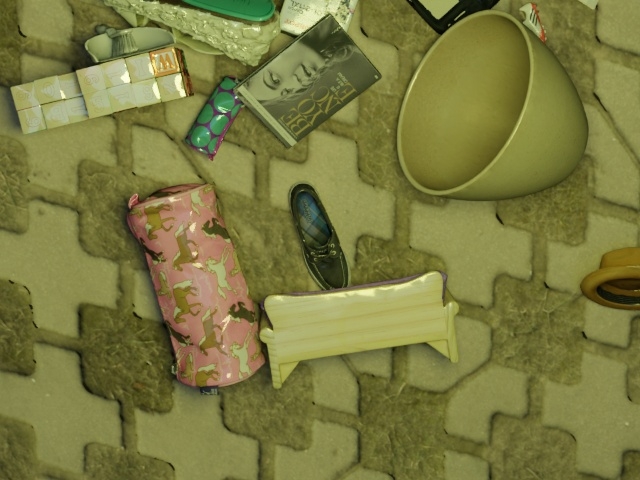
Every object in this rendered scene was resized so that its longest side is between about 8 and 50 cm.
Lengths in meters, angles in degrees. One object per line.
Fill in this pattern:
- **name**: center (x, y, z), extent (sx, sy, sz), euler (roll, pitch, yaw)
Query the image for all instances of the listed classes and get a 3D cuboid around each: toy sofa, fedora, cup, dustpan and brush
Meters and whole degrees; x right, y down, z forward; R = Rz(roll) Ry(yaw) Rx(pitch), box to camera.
- **toy sofa**: center (0.069, 0.148, 1.927), extent (0.362, 0.150, 0.177), euler (-9, 100, -1)
- **fedora**: center (0.588, 0.065, 1.955), extent (0.194, 0.194, 0.079), euler (8, 62, -4)
- **cup**: center (0.330, -0.206, 1.825), extent (0.236, 0.331, 0.331), euler (18, 99, -32)
- **dustpan and brush**: center (-0.354, -0.351, 1.810), extent (0.147, 0.211, 0.060), euler (-19, 105, -23)

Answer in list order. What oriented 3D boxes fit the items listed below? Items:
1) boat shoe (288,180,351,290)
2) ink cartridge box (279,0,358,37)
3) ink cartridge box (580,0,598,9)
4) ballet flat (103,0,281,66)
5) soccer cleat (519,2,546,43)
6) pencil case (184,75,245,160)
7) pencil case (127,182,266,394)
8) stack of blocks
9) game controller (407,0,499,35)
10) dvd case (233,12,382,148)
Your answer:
- **boat shoe**: center (0.000, 0.000, 1.939), extent (0.080, 0.076, 0.229), euler (-17, 99, 0)
- **ink cartridge box**: center (0.005, -0.441, 1.870), extent (0.127, 0.072, 0.175), euler (18, 97, -6)
- **ink cartridge box**: center (0.446, -0.553, 1.893), extent (0.224, 0.056, 0.181), euler (24, 98, -25)
- **ballet flat**: center (-0.270, -0.412, 1.833), extent (0.408, 0.147, 0.147), euler (23, 98, 3)
- **soccer cleat**: center (0.392, -0.397, 1.917), extent (0.035, 0.029, 0.083), euler (-18, 96, 10)
- **pencil case**: center (-0.182, -0.226, 1.901), extent (0.070, 0.064, 0.152), euler (36, 97, 18)
- **pencil case**: center (-0.228, 0.082, 1.905), extent (0.167, 0.160, 0.386), euler (-24, 102, -42)
- **stack of blocks**: center (-0.382, -0.264, 1.834), extent (0.297, 0.171, 0.087), euler (-13, 99, 0)
- **game controller**: center (0.189, -0.524, 1.880), extent (0.166, 0.067, 0.319), euler (-41, 98, 19)
- **dvd case**: center (-0.022, -0.283, 1.869), extent (0.221, 0.018, 0.164), euler (-36, 126, 14)
